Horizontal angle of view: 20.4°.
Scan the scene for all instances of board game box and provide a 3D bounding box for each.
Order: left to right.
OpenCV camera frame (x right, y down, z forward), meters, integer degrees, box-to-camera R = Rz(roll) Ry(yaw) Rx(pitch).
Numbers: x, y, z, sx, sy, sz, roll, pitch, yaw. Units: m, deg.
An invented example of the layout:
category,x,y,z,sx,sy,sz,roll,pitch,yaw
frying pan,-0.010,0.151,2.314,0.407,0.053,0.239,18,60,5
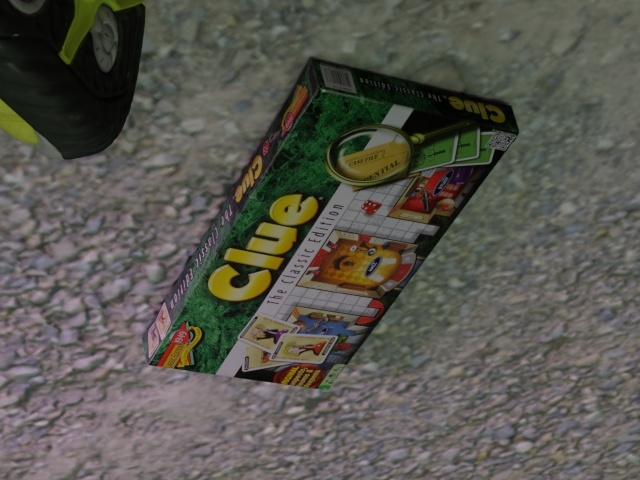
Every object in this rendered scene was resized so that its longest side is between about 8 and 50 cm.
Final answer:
category,x,y,z,sx,sy,sz,roll,pitch,yaw
board game box,0.000,0.000,1.094,0.136,0.030,0.259,12,135,-24

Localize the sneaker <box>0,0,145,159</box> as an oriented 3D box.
category,x,y,z,sx,sy,sz,roll,pitch,yaw
sneaker,-0.212,-0.167,0.780,0.147,0.145,0.384,-8,144,29
